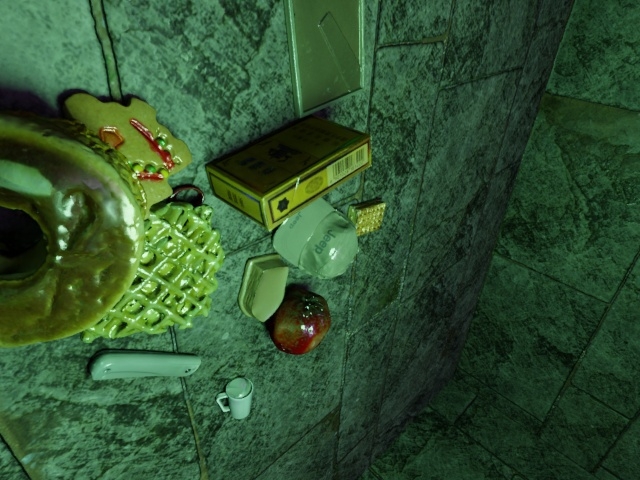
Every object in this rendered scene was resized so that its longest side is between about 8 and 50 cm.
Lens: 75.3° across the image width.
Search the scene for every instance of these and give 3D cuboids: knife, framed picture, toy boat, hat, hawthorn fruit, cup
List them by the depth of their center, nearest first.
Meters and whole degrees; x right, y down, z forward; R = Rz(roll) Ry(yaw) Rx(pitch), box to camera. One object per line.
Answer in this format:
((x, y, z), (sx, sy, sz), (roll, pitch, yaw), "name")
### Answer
((0.019, -0.456, 0.916), (0.232, 0.024, 0.314), (-33, 136, -31), "framed picture")
((-0.389, 0.285, 0.937), (0.073, 0.040, 0.266), (-53, 146, 10), "knife")
((-0.151, 0.134, 1.094), (0.116, 0.061, 0.188), (-10, 122, -47), "toy boat")
((0.000, 0.000, 1.129), (0.214, 0.149, 0.245), (-60, 155, 0), "hat")
((-0.064, 0.251, 1.201), (0.181, 0.181, 0.235), (-24, 145, -39), "hawthorn fruit")
((-0.251, 0.465, 1.212), (0.104, 0.074, 0.116), (-7, 127, -20), "cup")

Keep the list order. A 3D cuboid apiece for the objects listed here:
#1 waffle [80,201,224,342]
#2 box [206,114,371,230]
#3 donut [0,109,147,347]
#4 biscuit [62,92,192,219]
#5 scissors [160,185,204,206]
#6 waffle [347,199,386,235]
((-0.327, 0.063, 0.796), (0.317, 0.073, 0.297), (-7, 120, -37), "waffle")
((-0.060, -0.158, 0.883), (0.301, 0.193, 0.084), (-35, 137, -29), "box")
((-0.403, -0.022, 0.555), (0.330, 0.160, 0.329), (-9, 121, -15), "donut")
((-0.319, -0.115, 0.672), (0.212, 0.041, 0.238), (23, 76, -46), "biscuit")
((-0.338, -0.063, 0.770), (0.248, 0.017, 0.144), (19, 99, -53), "scissors")
((0.143, -0.072, 1.317), (0.148, 0.042, 0.102), (-18, 126, -43), "waffle")
